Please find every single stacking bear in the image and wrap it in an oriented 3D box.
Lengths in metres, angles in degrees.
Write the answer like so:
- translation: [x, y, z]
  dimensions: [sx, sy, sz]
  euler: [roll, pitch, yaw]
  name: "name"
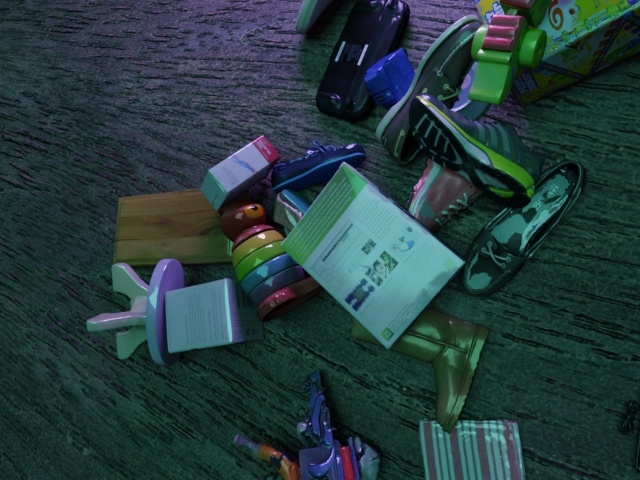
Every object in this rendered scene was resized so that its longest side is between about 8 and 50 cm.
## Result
- translation: [-0.141, 0.031, 1.073]
  dimensions: [0.289, 0.175, 0.164]
  euler: [59, 140, 13]
  name: "stacking bear"

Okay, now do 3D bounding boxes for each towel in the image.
- translation: [0.301, 0.434, 0.906]
  dimensions: [0.196, 0.029, 0.144]
  euler: [-9, 77, 24]
  name: "towel"

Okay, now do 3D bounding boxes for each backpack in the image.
- translation: [0.166, -0.356, 1.041]
  dimensions: [0.101, 0.120, 0.098]
  euler: [-43, 21, -15]
  name: "backpack"

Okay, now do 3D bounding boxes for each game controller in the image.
- translation: [0.101, -0.460, 1.133]
  dimensions: [0.166, 0.067, 0.320]
  euler: [23, 90, 39]
  name: "game controller"

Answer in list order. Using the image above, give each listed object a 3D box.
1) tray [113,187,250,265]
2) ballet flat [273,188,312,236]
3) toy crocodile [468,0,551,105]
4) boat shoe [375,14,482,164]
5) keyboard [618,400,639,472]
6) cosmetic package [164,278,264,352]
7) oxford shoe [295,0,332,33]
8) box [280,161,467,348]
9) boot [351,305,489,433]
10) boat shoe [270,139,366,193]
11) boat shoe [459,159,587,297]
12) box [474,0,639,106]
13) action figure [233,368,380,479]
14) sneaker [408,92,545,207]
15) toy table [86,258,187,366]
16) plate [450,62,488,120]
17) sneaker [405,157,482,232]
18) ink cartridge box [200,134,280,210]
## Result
- translation: [-0.392, -0.032, 1.252]
  dimensions: [0.410, 0.076, 0.203]
  euler: [-3, 80, 22]
  name: "tray"
- translation: [0.000, 0.000, 1.079]
  dimensions: [0.316, 0.107, 0.106]
  euler: [42, 118, 28]
  name: "ballet flat"
- translation: [0.351, -0.406, 0.782]
  dimensions: [0.115, 0.105, 0.341]
  euler: [31, 104, 34]
  name: "toy crocodile"
- translation: [0.240, -0.304, 0.953]
  dimensions: [0.324, 0.116, 0.097]
  euler: [-53, 53, 38]
  name: "boat shoe"
- translation: [0.595, 0.326, 0.802]
  dimensions: [0.108, 0.023, 0.180]
  euler: [9, 84, 18]
  name: "keyboard"
- translation: [-0.260, 0.187, 1.115]
  dimensions: [0.183, 0.151, 0.152]
  euler: [-14, 76, 21]
  name: "cosmetic package"
- translation: [0.083, -0.718, 1.138]
  dimensions: [0.130, 0.169, 0.450]
  euler: [31, 97, -21]
  name: "oxford shoe"
- translation: [0.100, 0.026, 0.931]
  dimensions: [0.322, 0.058, 0.232]
  euler: [43, 103, 17]
  name: "box"
- translation: [0.190, 0.238, 0.954]
  dimensions: [0.269, 0.089, 0.236]
  euler: [18, 73, 23]
  name: "boot"
- translation: [-0.018, -0.195, 1.105]
  dimensions: [0.258, 0.109, 0.089]
  euler: [-15, 72, 18]
  name: "boat shoe"
- translation: [0.396, -0.025, 0.904]
  dimensions: [0.112, 0.095, 0.335]
  euler: [43, 98, 23]
  name: "boat shoe"
- translation: [0.466, -0.477, 0.879]
  dimensions: [0.279, 0.177, 0.290]
  euler: [-22, 73, 31]
  name: "box"
- translation: [-0.026, 0.479, 0.996]
  dimensions: [0.329, 0.179, 0.342]
  euler: [-11, 50, 14]
  name: "action figure"
- translation: [0.306, -0.194, 0.891]
  dimensions: [0.300, 0.111, 0.121]
  euler: [40, 69, 4]
  name: "sneaker"
- translation: [-0.452, 0.182, 1.164]
  dimensions: [0.160, 0.252, 0.275]
  euler: [2, 87, 9]
  name: "toy table"
- translation: [0.299, -0.350, 1.041]
  dimensions: [0.188, 0.024, 0.188]
  euler: [-5, 79, 23]
  name: "plate"
- translation: [0.274, -0.102, 0.960]
  dimensions: [0.136, 0.116, 0.314]
  euler: [21, 89, 23]
  name: "sneaker"
- translation: [-0.198, -0.164, 1.102]
  dimensions: [0.175, 0.127, 0.072]
  euler: [-41, 94, -29]
  name: "ink cartridge box"
